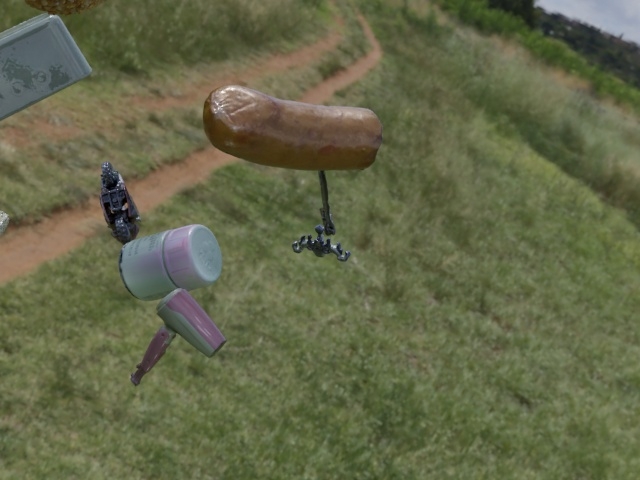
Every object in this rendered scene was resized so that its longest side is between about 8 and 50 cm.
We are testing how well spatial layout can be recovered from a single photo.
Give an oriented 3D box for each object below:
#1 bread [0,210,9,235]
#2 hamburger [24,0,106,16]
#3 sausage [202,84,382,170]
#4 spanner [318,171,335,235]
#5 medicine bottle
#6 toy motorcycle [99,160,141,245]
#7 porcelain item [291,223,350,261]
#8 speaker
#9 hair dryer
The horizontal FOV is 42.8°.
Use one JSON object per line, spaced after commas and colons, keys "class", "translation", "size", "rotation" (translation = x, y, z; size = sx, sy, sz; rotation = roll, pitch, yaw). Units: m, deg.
{"class": "bread", "translation": [-0.460, -0.035, 1.094], "size": [0.083, 0.035, 0.070], "rotation": [28, 7, -13]}
{"class": "hamburger", "translation": [-0.463, -0.585, 1.494], "size": [0.250, 0.330, 0.330], "rotation": [38, 17, 9]}
{"class": "sausage", "translation": [-0.043, -0.153, 1.138], "size": [0.270, 0.109, 0.109], "rotation": [5, 25, -35]}
{"class": "spanner", "translation": [0.009, -0.101, 1.788], "size": [0.026, 0.325, 0.093], "rotation": [-11, 57, -2]}
{"class": "medicine bottle", "translation": [-0.299, 0.045, 1.638], "size": [0.168, 0.135, 0.135], "rotation": [-14, -2, 24]}
{"class": "toy motorcycle", "translation": [-0.478, -0.081, 1.943], "size": [0.082, 0.213, 0.122], "rotation": [-14, -16, -11]}
{"class": "porcelain item", "translation": [0.000, 0.000, 1.762], "size": [0.136, 0.075, 0.021], "rotation": [10, 28, 23]}
{"class": "speaker", "translation": [-0.844, -0.449, 2.190], "size": [0.183, 0.406, 0.184], "rotation": [29, -33, 56]}
{"class": "hair dryer", "translation": [-0.220, 0.154, 1.180], "size": [0.106, 0.154, 0.054], "rotation": [49, 15, 6]}
